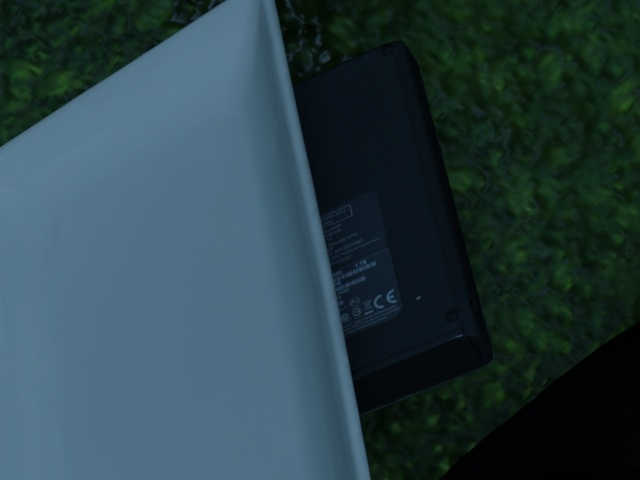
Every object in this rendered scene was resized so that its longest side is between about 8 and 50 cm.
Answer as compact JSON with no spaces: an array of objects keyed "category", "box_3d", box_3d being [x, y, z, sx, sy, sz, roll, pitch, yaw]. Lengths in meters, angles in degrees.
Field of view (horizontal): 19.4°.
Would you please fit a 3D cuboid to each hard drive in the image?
[{"category":"hard drive","box_3d":[0.000,0.000,0.637,0.094,0.022,0.135,-23,49,14]}]

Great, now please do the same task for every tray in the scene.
[{"category":"tray","box_3d":[-0.050,0.047,0.594,0.145,0.030,0.270,-29,46,19]}]

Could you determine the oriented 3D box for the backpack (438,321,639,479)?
[{"category":"backpack","box_3d":[0.138,0.105,0.536,0.276,0.263,0.213,-42,91,-6]}]
